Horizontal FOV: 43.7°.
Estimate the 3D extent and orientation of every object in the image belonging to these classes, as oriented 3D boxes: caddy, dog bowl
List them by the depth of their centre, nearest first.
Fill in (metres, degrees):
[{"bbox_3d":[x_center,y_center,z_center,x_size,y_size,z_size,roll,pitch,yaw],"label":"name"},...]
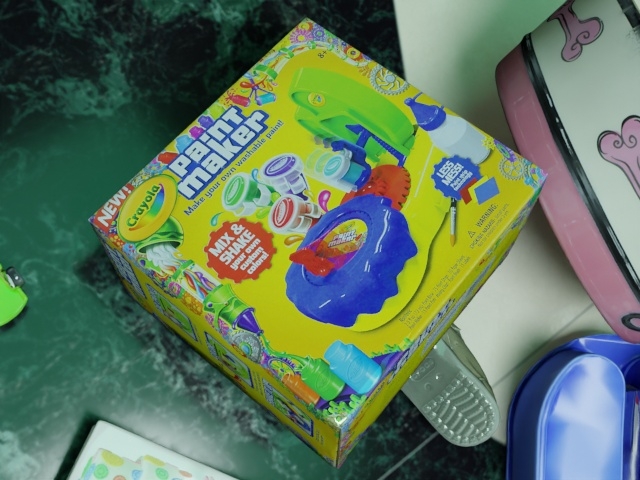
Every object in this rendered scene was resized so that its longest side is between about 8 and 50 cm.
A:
[{"bbox_3d":[0.327,-0.073,0.846,0.408,0.150,0.407,45,30,-35],"label":"dog bowl"},{"bbox_3d":[0.330,0.271,0.874,0.241,0.179,0.341,5,78,4],"label":"caddy"}]

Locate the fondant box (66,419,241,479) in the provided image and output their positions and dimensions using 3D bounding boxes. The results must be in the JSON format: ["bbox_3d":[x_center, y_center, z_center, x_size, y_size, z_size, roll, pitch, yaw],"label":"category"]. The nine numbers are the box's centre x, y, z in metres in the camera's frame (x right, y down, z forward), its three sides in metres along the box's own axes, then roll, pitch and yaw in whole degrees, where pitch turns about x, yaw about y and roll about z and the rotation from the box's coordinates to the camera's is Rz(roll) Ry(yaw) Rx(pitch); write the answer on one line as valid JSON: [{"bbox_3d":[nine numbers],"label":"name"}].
[{"bbox_3d":[-0.108,0.340,0.731,0.330,0.096,0.238,27,73,-9],"label":"fondant box"}]

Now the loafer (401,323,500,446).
[{"bbox_3d":[0.102,0.110,0.877,0.094,0.087,0.251,-37,84,16],"label":"loafer"}]

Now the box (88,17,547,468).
[{"bbox_3d":[0.000,0.000,0.753,0.279,0.177,0.290,36,69,16],"label":"box"}]

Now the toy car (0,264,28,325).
[{"bbox_3d":[-0.362,-0.011,0.742,0.239,0.053,0.225,-39,95,-21],"label":"toy car"}]
